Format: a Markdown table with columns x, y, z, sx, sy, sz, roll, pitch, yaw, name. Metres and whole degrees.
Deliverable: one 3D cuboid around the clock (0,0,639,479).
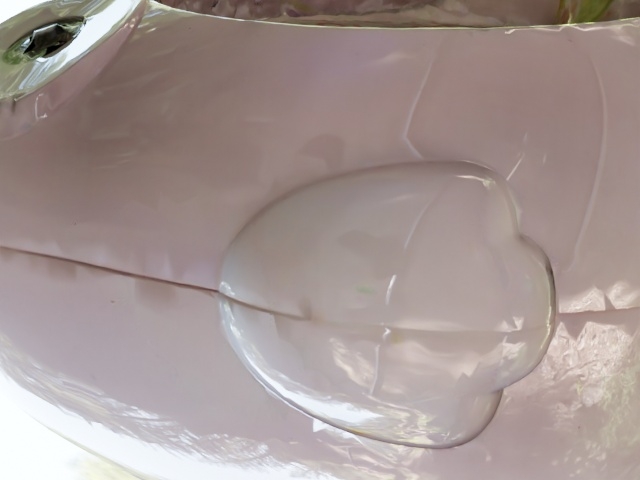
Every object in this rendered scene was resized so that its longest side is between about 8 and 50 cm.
| x | y | z | sx | sy | sz | roll | pitch | yaw | name |
| --- | --- | --- | --- | --- | --- | --- | --- | --- | --- |
| 0.000 | 0.000 | 0.820 | 0.377 | 0.368 | 0.250 | 2 | -74 | 5 | clock |
